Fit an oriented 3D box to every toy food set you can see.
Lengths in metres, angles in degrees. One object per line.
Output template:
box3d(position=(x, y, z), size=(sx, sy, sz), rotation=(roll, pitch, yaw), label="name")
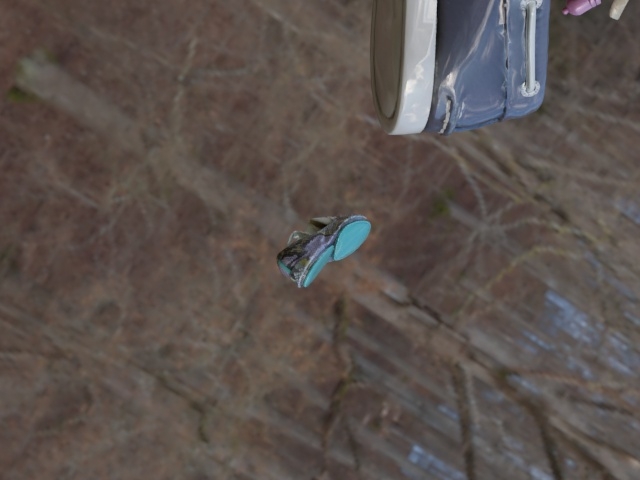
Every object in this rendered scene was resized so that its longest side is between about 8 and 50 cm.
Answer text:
box3d(position=(0.217, -0.234, 1.136), size=(0.019, 0.122, 0.078), rotation=(-93, -155, -62), label="toy food set")

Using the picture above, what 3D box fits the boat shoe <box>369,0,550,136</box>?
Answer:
box3d(position=(0.061, -0.134, 0.452), size=(0.075, 0.065, 0.206), rotation=(-111, -156, -61), label="boat shoe")

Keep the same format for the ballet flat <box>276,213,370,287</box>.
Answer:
box3d(position=(0.000, 0.000, 1.023), size=(0.041, 0.041, 0.114), rotation=(-44, 176, 34), label="ballet flat")
